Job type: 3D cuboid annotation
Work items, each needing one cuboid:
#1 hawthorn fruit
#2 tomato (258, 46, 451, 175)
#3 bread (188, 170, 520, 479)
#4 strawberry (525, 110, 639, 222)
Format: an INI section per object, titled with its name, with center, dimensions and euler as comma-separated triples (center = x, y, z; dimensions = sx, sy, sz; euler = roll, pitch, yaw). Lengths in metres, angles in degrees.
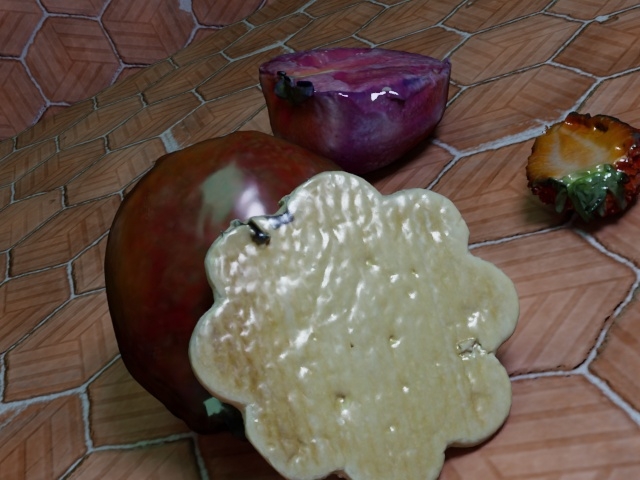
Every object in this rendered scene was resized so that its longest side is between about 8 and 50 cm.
[hawthorn fruit]
center = -0.091, 0.046, 0.968
dimensions = 0.308, 0.324, 0.308
euler = 0, -8, 0
[tomato]
center = 0.065, -0.198, 1.375
dimensions = 0.290, 0.176, 0.335
euler = -14, 23, -22
[bread]
center = 0.037, 0.081, 0.807
dimensions = 0.316, 0.316, 0.054
euler = -37, -4, -21
[strawberry]
center = 0.316, -0.082, 1.039
dimensions = 0.140, 0.085, 0.192
euler = -43, 25, -15
